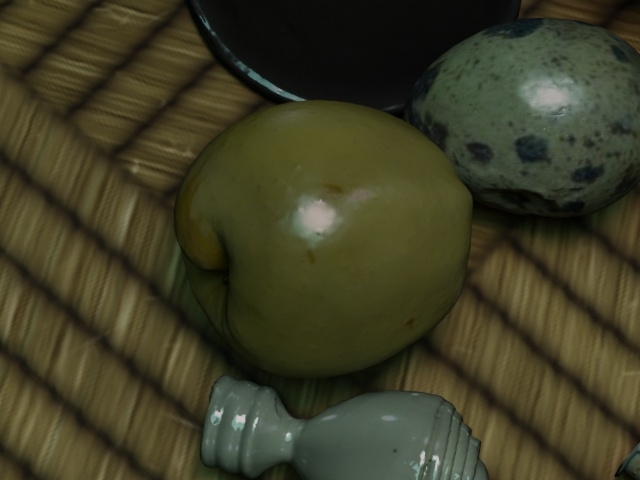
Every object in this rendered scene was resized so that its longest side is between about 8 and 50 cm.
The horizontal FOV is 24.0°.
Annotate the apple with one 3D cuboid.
[{"bbox_3d":[0.000,0.000,0.993,0.200,0.200,0.200,1,70,-3],"label":"apple"}]

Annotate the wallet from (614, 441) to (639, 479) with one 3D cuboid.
[{"bbox_3d":[0.385,0.183,1.000,0.309,0.077,0.223,42,74,16],"label":"wallet"}]

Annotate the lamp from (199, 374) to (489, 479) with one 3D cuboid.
[{"bbox_3d":[0.016,0.142,0.989,0.193,0.106,0.106,11,70,13],"label":"lamp"}]

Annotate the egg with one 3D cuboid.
[{"bbox_3d":[0.148,-0.086,1.050,0.181,0.141,0.141,2,70,7],"label":"egg"}]

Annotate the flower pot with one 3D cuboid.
[{"bbox_3d":[0.027,-0.240,1.089,0.268,0.166,0.269,1,68,-2],"label":"flower pot"}]
